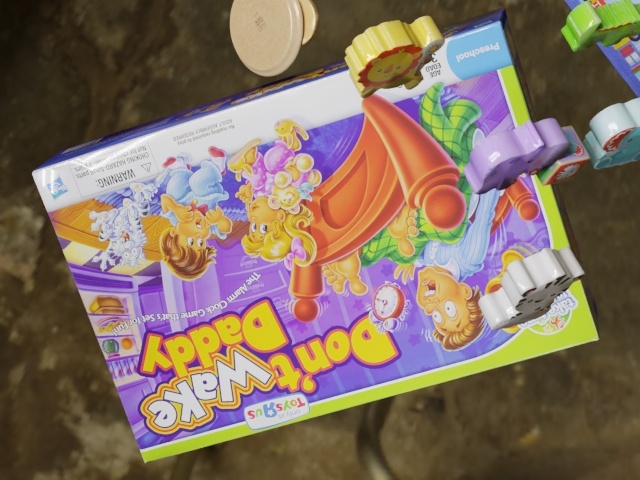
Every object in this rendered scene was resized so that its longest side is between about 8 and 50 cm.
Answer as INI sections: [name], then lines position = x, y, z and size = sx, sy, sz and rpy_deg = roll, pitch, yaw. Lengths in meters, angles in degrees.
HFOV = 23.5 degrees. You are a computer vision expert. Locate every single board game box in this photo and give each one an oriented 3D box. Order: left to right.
[board game box]
position = 0.000, 0.000, 1.104
size = 0.347, 0.078, 0.233
rpy_deg = -17, 102, 13

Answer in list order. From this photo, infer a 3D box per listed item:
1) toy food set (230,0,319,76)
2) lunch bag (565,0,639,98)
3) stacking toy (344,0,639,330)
[toy food set]
position = -0.040, -0.170, 1.202
size = 0.082, 0.020, 0.083
rpy_deg = 52, 129, 25
[lunch bag]
position = 0.334, -0.276, 1.450
size = 0.221, 0.138, 0.293
rpy_deg = -36, 107, 14
[stacking toy]
position = 0.139, -0.055, 0.832
size = 0.167, 0.221, 0.052
rpy_deg = 62, 146, 21
